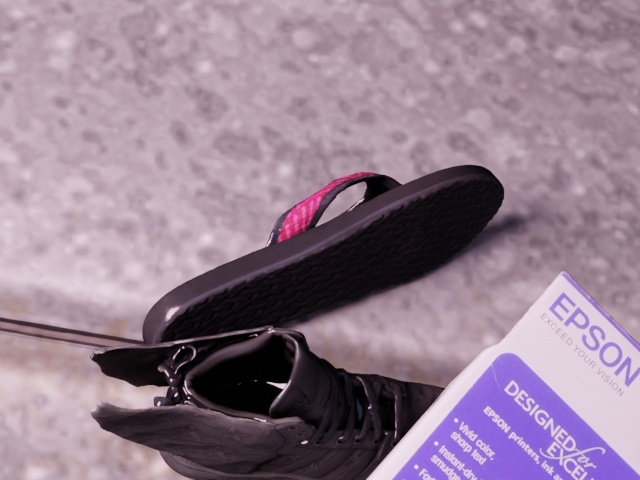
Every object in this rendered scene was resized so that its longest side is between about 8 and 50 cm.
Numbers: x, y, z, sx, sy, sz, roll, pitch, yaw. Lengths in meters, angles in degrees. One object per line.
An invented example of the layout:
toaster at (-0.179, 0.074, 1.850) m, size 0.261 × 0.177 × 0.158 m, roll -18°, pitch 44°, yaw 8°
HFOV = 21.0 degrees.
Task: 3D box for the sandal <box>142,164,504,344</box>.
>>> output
sandal at (0.000, 0.000, 0.763) m, size 0.179 × 0.067 × 0.040 m, roll -22°, pitch 57°, yaw -15°

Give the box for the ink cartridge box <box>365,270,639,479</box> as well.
ink cartridge box at (0.102, 0.154, 0.687) m, size 0.206 × 0.045 × 0.208 m, roll 45°, pitch 66°, yaw 0°

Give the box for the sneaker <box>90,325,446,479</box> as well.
sneaker at (-0.009, 0.070, 0.710) m, size 0.170 × 0.089 × 0.051 m, roll 1°, pitch 63°, yaw -8°
